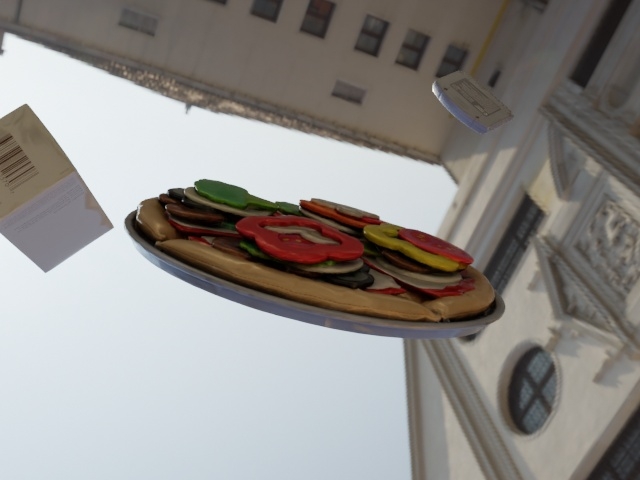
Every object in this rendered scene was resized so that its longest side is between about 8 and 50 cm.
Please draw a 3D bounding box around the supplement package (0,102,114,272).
[{"bbox_3d":[-0.325,-0.053,0.875,0.105,0.105,0.179,50,167,14],"label":"supplement package"}]

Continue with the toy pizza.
[{"bbox_3d":[0.000,0.000,0.402,0.201,0.032,0.201,12,-168,-3],"label":"toy pizza"}]

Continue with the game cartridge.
[{"bbox_3d":[0.163,-0.149,0.825,0.056,0.017,0.083,-25,-118,-36],"label":"game cartridge"}]
